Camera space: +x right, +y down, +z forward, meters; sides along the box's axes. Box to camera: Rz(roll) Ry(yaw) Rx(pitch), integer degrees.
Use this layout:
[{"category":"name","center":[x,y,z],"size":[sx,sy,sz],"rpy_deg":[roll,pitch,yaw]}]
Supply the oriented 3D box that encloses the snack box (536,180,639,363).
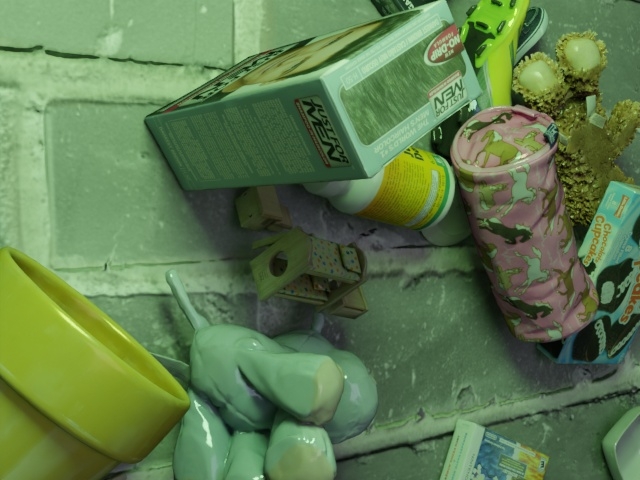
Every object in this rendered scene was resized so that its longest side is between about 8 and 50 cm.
[{"category":"snack box","center":[0.515,0.064,1.526],"size":[0.187,0.060,0.322],"rpy_deg":[6,111,-36]}]

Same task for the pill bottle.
[{"category":"pill bottle","center":[0.079,-0.087,1.235],"size":[0.208,0.117,0.118],"rpy_deg":[12,84,-36]}]

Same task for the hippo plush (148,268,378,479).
[{"category":"hippo plush","center":[-0.062,0.207,1.108],"size":[0.236,0.294,0.234],"rpy_deg":[11,104,-62]}]

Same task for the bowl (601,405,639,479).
[{"category":"bowl","center":[0.589,0.397,1.668],"size":[0.142,0.053,0.142],"rpy_deg":[-37,112,-31]}]

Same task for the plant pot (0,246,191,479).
[{"category":"plant pot","center":[-0.303,0.176,0.896],"size":[0.239,0.254,0.254],"rpy_deg":[-50,119,-6]}]

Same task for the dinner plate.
[{"category":"dinner plate","center":[0.214,-0.053,1.367],"size":[0.141,0.017,0.141],"rpy_deg":[-15,120,-27]}]

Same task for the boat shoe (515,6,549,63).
[{"category":"boat shoe","center":[0.303,-0.341,1.427],"size":[0.183,0.065,0.083],"rpy_deg":[-51,117,-23]}]

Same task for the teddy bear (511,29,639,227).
[{"category":"teddy bear","center":[0.422,-0.183,1.477],"size":[0.245,0.113,0.338],"rpy_deg":[-47,121,-6]}]

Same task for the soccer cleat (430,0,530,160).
[{"category":"soccer cleat","center":[0.261,-0.256,1.359],"size":[0.121,0.093,0.289],"rpy_deg":[11,101,-41]}]

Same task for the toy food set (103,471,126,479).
[{"category":"toy food set","center":[-0.283,0.443,0.995],"size":[0.219,0.092,0.306],"rpy_deg":[-20,103,-34]}]

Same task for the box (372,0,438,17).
[{"category":"box","center":[0.114,-0.442,1.292],"size":[0.220,0.051,0.175],"rpy_deg":[49,64,-28]}]

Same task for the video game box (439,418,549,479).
[{"category":"video game box","center":[0.276,0.413,1.440],"size":[0.205,0.048,0.187],"rpy_deg":[28,77,-34]}]

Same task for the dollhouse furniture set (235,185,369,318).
[{"category":"dollhouse furniture set","center":[0.000,0.000,1.160],"size":[0.181,0.101,0.161],"rpy_deg":[15,48,-45]}]

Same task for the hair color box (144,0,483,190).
[{"category":"hair color box","center":[-0.024,-0.152,0.995],"size":[0.185,0.374,0.114],"rpy_deg":[-38,113,-30]}]

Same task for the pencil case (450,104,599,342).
[{"category":"pencil case","center":[0.319,-0.016,1.346],"size":[0.160,0.167,0.386],"rpy_deg":[-87,158,-51]}]
